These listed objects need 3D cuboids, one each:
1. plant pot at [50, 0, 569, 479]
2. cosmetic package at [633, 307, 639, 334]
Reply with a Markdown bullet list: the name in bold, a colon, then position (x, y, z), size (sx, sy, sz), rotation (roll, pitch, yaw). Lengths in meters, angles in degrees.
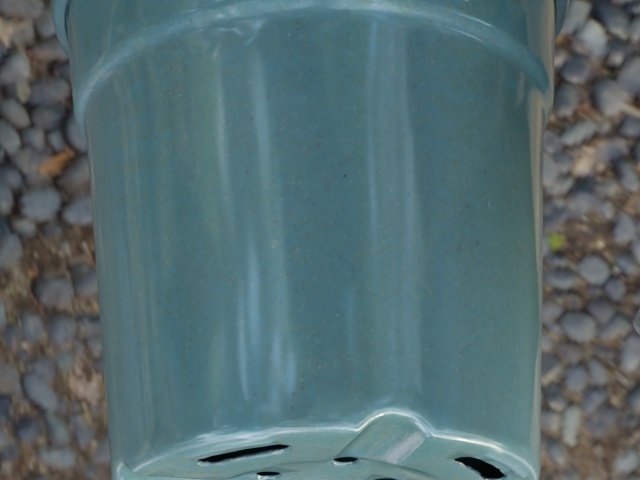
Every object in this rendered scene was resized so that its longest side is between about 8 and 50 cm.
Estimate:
- **plant pot**: position (0.000, 0.000, 1.130), size (0.341, 0.341, 0.334), rotation (4, 66, -15)
- **cosmetic package**: position (0.317, 0.008, 1.060), size (0.161, 0.453, 0.230), rotation (28, 94, 5)
